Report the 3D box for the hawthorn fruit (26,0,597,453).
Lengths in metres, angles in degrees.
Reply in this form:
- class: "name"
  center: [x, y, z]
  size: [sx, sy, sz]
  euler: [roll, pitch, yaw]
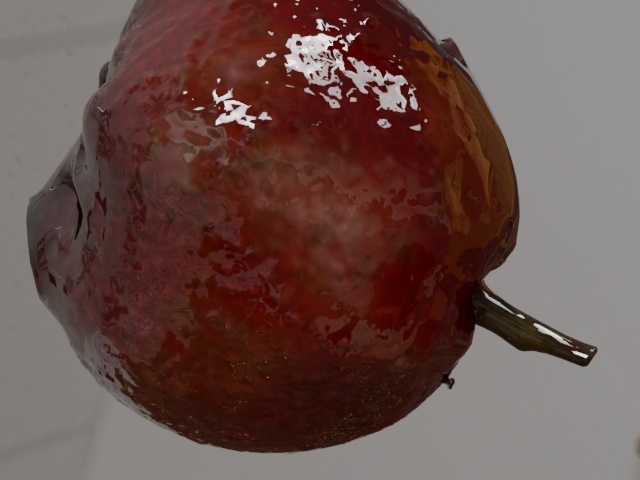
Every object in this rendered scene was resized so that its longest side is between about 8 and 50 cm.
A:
- class: "hawthorn fruit"
  center: [0.000, 0.000, 0.898]
  size: [0.230, 0.266, 0.210]
  euler: [-62, -9, 24]
